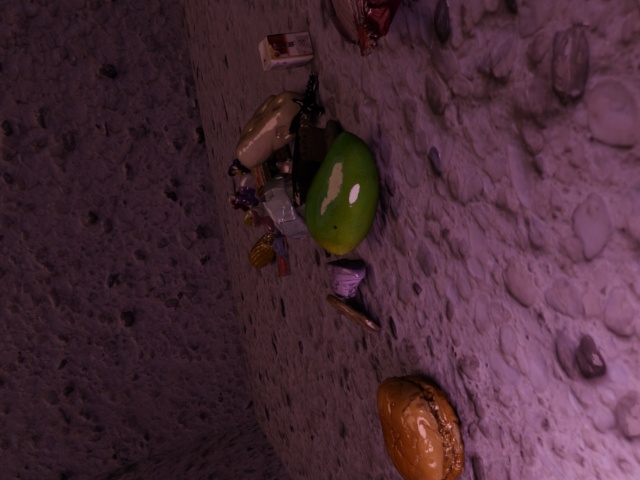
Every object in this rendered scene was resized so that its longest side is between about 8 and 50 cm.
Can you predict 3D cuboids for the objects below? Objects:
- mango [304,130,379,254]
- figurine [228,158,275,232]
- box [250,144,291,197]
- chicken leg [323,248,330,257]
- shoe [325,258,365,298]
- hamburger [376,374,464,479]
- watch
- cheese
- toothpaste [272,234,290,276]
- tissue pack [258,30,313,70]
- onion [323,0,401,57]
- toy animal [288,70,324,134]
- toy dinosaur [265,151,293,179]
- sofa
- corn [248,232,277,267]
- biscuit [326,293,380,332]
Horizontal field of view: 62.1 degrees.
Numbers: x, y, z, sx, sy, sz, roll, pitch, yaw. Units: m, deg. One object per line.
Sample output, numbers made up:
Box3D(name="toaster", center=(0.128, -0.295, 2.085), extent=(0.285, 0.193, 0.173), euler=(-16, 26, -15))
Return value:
Box3D(name="mango", center=(0.063, -0.134, 1.529), extent=(0.225, 0.201, 0.382), euler=(-114, 25, -49))
Box3D(name="figurine", center=(-0.343, -0.217, 2.621), extent=(0.193, 0.154, 0.421), euler=(-30, 61, 33))
Box3D(name="box", center=(-0.205, -0.297, 2.197), extent=(0.177, 0.148, 0.195), euler=(151, 106, -70))
Box3D(name="chicken leg", center=(-0.001, -0.002, 2.004), extent=(0.062, 0.037, 0.145), euler=(68, 177, -59))
Box3D(name="shoe", center=(0.090, 0.134, 1.780), extent=(0.245, 0.095, 0.138), euler=(178, 76, -73))
Box3D(name="hamburger", center=(0.264, 0.526, 1.467), extent=(0.318, 0.158, 0.319), euler=(168, 90, -71))
Box3D(name="watch", center=(-0.102, -0.116, 1.860), extent=(0.253, 0.161, 0.241), euler=(60, -167, -19))
Box3D(name="cheese", center=(-0.159, -0.464, 1.979), extent=(0.351, 0.129, 0.328), euler=(-36, 30, 32))
Box3D(name="toothpaste", center=(-0.189, 0.074, 2.486), extent=(0.044, 0.070, 0.194), euler=(29, 129, 61))
Box3D(name="tissue pack", center=(-0.115, -0.628, 1.760), extent=(0.106, 0.148, 0.099), euler=(179, 78, -69))
Box3D(name="onion", center=(0.119, -0.557, 1.185), extent=(0.267, 0.159, 0.349), euler=(104, 150, -72))
Box3D(name="toy animal", center=(-0.044, -0.447, 1.760), extent=(0.108, 0.062, 0.220), euler=(27, 104, 31))
Box3D(name="toy dinosaur", center=(-0.109, -0.285, 1.994), extent=(0.194, 0.177, 0.152), euler=(48, -156, -74))
Box3D(name="sofa", center=(0.008, -0.242, 1.719), extent=(0.258, 0.181, 0.200), euler=(103, 165, -49))
Box3D(name="corn", center=(-0.280, 0.054, 2.649), extent=(0.363, 0.120, 0.121), euler=(139, 116, -65))
Box3D(name="biscuit", center=(0.087, 0.236, 1.810), extent=(0.141, 0.038, 0.289), euler=(41, 172, -22))
